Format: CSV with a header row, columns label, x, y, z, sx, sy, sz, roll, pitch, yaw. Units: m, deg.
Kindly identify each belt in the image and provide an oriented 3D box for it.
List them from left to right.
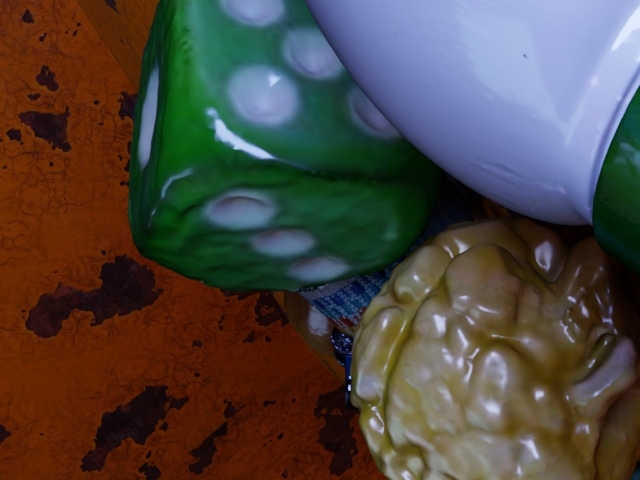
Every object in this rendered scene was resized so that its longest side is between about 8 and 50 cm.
label,x,y,z,sx,sy,sz,roll,pitch,yaw
belt,0.085,0.003,1.273,0.150,0.257,0.207,43,-172,-24

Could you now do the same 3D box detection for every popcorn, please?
label,x,y,z,sx,sy,sz,roll,pitch,yaw
popcorn,0.205,0.169,1.079,0.354,0.390,0.344,17,-179,7

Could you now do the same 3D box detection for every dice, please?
label,x,y,z,sx,sy,sz,roll,pitch,yaw
dice,-0.049,-0.118,1.051,0.297,0.300,0.287,125,144,-56

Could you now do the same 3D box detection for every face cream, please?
label,x,y,z,sx,sy,sz,roll,pitch,yaw
face cream,0.146,-0.146,0.611,0.357,0.219,0.312,43,166,34

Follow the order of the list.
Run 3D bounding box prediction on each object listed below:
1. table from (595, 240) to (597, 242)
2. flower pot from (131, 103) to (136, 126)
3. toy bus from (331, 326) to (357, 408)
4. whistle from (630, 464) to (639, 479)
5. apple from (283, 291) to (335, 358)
label,x,y,z,sx,sy,sz,roll,pitch,yaw
table,0.303,-0.024,0.803,0.175,0.062,0.146,43,166,50
flower pot,-0.153,-0.175,1.676,0.283,0.299,0.299,61,166,-22
toy bus,0.101,0.105,1.430,0.138,0.175,0.288,82,-176,-71
whistle,0.476,0.346,1.375,0.039,0.039,0.186,48,169,15
apple,0.071,0.103,1.670,0.309,0.250,0.277,53,169,-24
